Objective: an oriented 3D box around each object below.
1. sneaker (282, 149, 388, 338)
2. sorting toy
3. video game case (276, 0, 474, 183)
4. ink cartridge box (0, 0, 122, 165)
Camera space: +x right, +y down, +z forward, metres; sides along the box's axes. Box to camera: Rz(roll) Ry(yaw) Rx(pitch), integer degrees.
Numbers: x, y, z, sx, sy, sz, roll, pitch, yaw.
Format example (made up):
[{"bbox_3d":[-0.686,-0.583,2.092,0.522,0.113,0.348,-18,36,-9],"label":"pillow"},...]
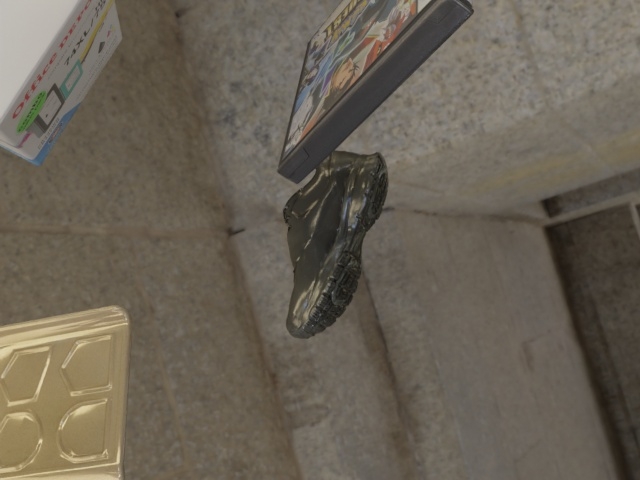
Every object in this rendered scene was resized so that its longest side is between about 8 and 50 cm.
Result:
[{"bbox_3d":[0.000,0.000,1.131,0.109,0.130,0.286,60,48,-63],"label":"sneaker"},{"bbox_3d":[-0.383,0.219,1.042,0.041,0.307,0.229,49,33,-62],"label":"sorting toy"},{"bbox_3d":[0.057,-0.223,0.850,0.035,0.275,0.248,30,44,-21],"label":"video game case"},{"bbox_3d":[-0.348,-0.223,0.837,0.197,0.198,0.270,31,-7,-8],"label":"ink cartridge box"}]
